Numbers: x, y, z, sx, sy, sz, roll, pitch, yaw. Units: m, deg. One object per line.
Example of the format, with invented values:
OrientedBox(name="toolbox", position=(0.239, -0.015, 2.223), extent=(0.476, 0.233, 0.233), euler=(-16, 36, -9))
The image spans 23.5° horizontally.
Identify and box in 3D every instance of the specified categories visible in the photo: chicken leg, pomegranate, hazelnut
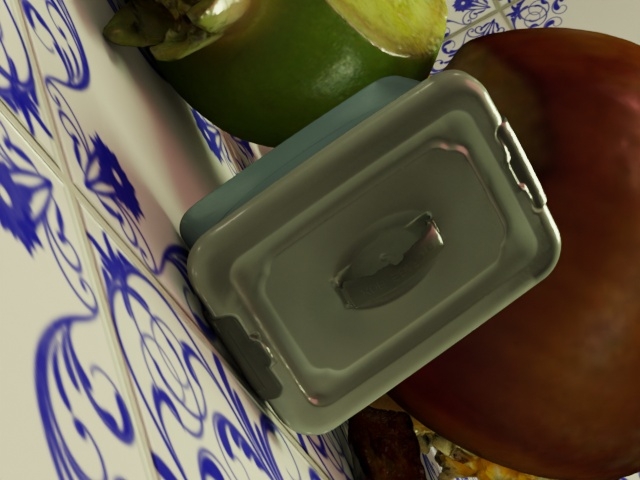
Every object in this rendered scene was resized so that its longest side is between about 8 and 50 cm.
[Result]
OrientedBox(name="chicken leg", position=(0.051, 0.174, 1.205), extent=(0.205, 0.053, 0.093), euler=(-101, -178, -54))
OrientedBox(name="pomegranate", position=(-0.069, -0.204, 1.268), extent=(0.358, 0.216, 0.309), euler=(-30, 89, -54))
OrientedBox(name="hazelnut", position=(0.192, 0.010, 1.260), extent=(0.365, 0.366, 0.366), euler=(61, 6, -10))

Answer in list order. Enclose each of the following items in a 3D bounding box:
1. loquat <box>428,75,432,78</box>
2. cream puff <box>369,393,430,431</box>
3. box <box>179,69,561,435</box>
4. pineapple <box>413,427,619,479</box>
OrientedBox(name="loquat", position=(0.063, -0.063, 1.550), extent=(0.235, 0.235, 0.235), euler=(61, 6, -10))
OrientedBox(name="cream puff", position=(0.079, 0.113, 1.419), extent=(0.094, 0.116, 0.122), euler=(-104, -178, -58))
OrientedBox(name="box", position=(0.027, 0.000, 0.997), extent=(0.162, 0.227, 0.130), euler=(59, -8, -25))
OrientedBox(name="pineapple", position=(0.153, 0.191, 1.650), extent=(0.344, 0.286, 0.209), euler=(48, -39, 23))
